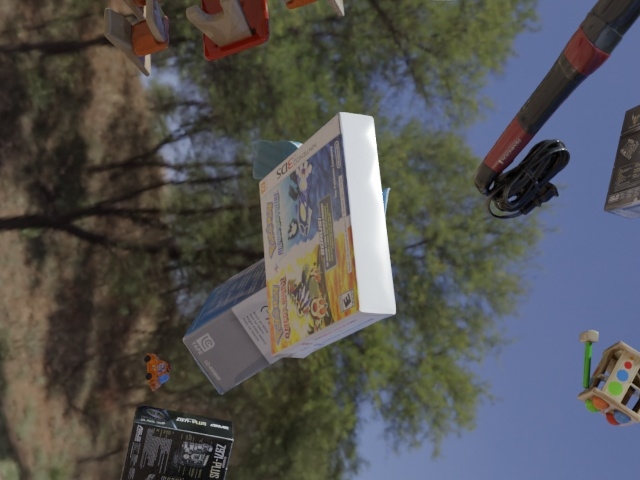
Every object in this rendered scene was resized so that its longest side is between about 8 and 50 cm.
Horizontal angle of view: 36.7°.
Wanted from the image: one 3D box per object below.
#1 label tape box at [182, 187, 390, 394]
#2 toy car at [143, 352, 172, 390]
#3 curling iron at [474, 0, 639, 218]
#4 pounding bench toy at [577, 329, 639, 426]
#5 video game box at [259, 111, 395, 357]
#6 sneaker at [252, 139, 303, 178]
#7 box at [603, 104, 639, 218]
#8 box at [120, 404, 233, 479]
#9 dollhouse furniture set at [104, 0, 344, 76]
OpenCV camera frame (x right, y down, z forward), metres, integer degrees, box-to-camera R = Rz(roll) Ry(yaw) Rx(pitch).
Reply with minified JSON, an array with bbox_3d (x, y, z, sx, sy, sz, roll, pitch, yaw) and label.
[{"bbox_3d":[-0.021,0.067,1.483,0.115,0.348,0.249,58,11,-10],"label":"label tape box"},{"bbox_3d":[-0.251,0.235,1.553,0.060,0.040,0.122,-102,-179,-52],"label":"toy car"},{"bbox_3d":[0.194,-0.132,0.672,0.035,0.068,0.274,46,-66,42],"label":"curling iron"},{"bbox_3d":[0.274,0.133,0.929,0.083,0.065,0.052,33,-14,8],"label":"pounding bench toy"},{"bbox_3d":[0.000,0.000,0.985,0.187,0.048,0.205,-37,-126,56],"label":"video game box"},{"bbox_3d":[-0.030,-0.114,1.507,0.228,0.092,0.087,-145,-118,-63],"label":"sneaker"},{"bbox_3d":[0.538,-0.138,1.520,0.231,0.056,0.183,149,-43,-79],"label":"box"},{"bbox_3d":[-0.217,0.347,1.413,0.077,0.147,0.180,-124,-134,-79],"label":"box"},{"bbox_3d":[-0.108,-0.329,1.156,0.135,0.262,0.259,49,31,-58],"label":"dollhouse furniture set"}]
